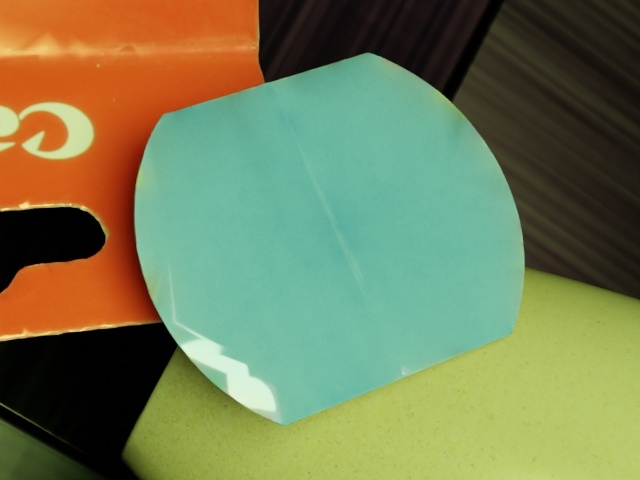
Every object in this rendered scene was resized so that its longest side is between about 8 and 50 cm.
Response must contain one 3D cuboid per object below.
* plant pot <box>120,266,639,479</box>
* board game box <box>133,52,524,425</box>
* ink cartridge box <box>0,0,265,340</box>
[{"bbox_3d":[0.058,0.109,0.840,0.274,0.256,0.256,29,74,-2],"label":"plant pot"},{"bbox_3d":[0.000,0.000,0.756,0.168,0.033,0.133,-20,79,-27],"label":"board game box"},{"bbox_3d":[-0.167,-0.147,0.759,0.308,0.091,0.385,-5,63,-24],"label":"ink cartridge box"}]
